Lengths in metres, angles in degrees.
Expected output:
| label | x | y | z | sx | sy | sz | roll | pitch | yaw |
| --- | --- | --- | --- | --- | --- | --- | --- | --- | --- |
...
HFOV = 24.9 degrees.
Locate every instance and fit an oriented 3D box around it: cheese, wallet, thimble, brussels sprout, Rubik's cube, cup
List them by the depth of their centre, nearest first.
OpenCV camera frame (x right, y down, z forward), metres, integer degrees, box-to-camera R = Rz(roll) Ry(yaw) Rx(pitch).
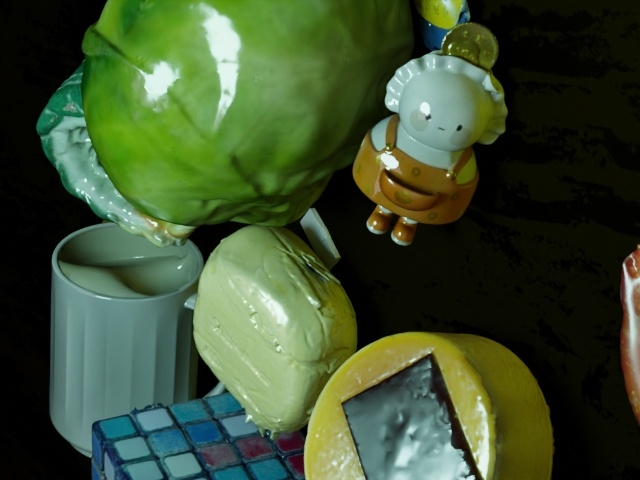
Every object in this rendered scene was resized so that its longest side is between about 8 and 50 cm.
| label | x | y | z | sx | sy | sz | roll | pitch | yaw |
| --- | --- | --- | --- | --- | --- | --- | --- | --- | --- |
| cheese | 0.123 | -0.326 | 1.552 | 0.177 | 0.069 | 0.270 | 31 | 134 | 52 |
| brussels sprout | -0.109 | -0.201 | 1.692 | 0.342 | 0.361 | 0.425 | 56 | 143 | 21 |
| wallet | 0.000 | 0.000 | 1.942 | 0.083 | 0.011 | 0.044 | 63 | 146 | 20 |
| thimble | -0.248 | -0.133 | 2.046 | 0.254 | 0.167 | 0.288 | -14 | 121 | 45 |
| Rubik's cube | -0.153 | 0.417 | 2.067 | 0.287 | 0.292 | 0.293 | -130 | 40 | -50 |
| cup | -0.271 | 0.177 | 2.276 | 0.322 | 0.237 | 0.327 | 17 | 121 | 20 |

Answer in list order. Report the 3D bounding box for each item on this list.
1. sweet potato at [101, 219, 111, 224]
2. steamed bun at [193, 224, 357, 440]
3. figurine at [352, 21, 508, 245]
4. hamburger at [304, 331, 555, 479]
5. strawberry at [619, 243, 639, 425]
| label | x | y | z | sx | sy | sz | roll | pitch | yaw |
| --- | --- | --- | --- | --- | --- | --- | --- | --- | --- |
| sweet potato | -0.381 | 0.014 | 2.514 | 0.249 | 0.059 | 0.069 | -44 | 53 | 51 |
| steamed bun | -0.048 | 0.116 | 1.930 | 0.232 | 0.166 | 0.273 | 40 | 141 | 26 |
| figurine | 0.125 | -0.118 | 1.598 | 0.143 | 0.143 | 0.271 | 39 | 114 | 44 |
| hamburger | 0.123 | 0.241 | 1.634 | 0.300 | 0.176 | 0.300 | -15 | 63 | 31 |
| strawberry | 0.353 | 0.120 | 1.354 | 0.228 | 0.098 | 0.174 | 60 | 145 | 28 |
